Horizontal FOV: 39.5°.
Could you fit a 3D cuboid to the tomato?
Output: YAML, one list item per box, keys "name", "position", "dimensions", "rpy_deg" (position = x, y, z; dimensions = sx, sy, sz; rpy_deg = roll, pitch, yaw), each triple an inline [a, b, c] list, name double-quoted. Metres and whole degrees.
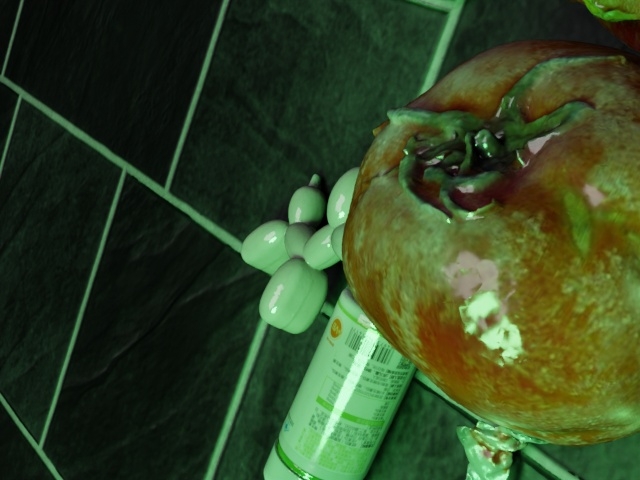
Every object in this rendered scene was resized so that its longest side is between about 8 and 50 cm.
- name: "tomato"
  position: [0.129, -0.001, 0.504]
  dimensions: [0.232, 0.188, 0.232]
  rpy_deg: [-19, 42, 18]

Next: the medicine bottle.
- name: "medicine bottle"
  position: [0.023, 0.135, 0.755]
  dimensions: [0.086, 0.086, 0.183]
  rpy_deg: [38, 111, 42]

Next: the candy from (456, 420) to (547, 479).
- name: "candy"
  position: [0.178, 0.061, 0.625]
  dimensions: [0.086, 0.059, 0.292]
  rpy_deg: [48, 119, 35]

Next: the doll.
- name: "doll"
  position: [0.000, 0.000, 0.805]
  dimensions: [0.160, 0.059, 0.161]
  rpy_deg: [-52, 32, 17]

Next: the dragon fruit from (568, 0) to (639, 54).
- name: "dragon fruit"
  position: [0.266, -0.187, 0.477]
  dimensions: [0.295, 0.130, 0.268]
  rpy_deg: [8, 58, 39]
